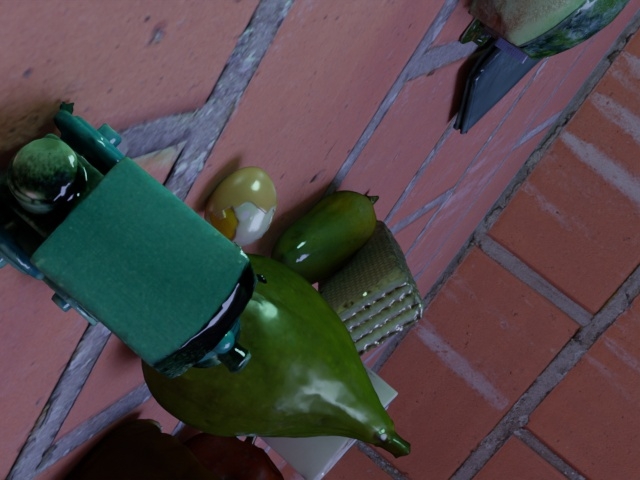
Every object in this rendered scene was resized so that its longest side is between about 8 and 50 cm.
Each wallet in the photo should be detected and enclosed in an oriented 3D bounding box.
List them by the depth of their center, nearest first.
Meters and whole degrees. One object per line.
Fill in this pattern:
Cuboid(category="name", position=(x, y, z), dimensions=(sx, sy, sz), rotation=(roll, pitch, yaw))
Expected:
Cuboid(category="wallet", position=(0.335, -0.330, 1.743), dimensions=(0.290, 0.054, 0.251), rotation=(-45, 165, -10))

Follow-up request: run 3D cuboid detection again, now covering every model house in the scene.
Cuboid(category="model house", position=(0.292, -0.318, 1.526), dimensions=(0.117, 0.088, 0.167), rotation=(-55, 168, 18))

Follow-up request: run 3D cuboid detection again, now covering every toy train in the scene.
Cuboid(category="toy train", position=(-0.132, 0.025, 0.746), dimensions=(0.120, 0.194, 0.298), rotation=(-50, 169, -10))

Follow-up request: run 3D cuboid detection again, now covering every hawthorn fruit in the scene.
Cuboid(category="hawthorn fruit", position=(-0.178, 0.462, 1.784), dimensions=(0.299, 0.275, 0.275), rotation=(-62, 171, -14))

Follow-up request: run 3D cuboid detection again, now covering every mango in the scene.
Cuboid(category="mango", position=(-0.002, 0.004, 1.423), dimensions=(0.237, 0.091, 0.137), rotation=(-33, 162, -49))

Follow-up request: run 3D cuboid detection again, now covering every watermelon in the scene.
Cuboid(category="watermelon", position=(0.347, -0.384, 1.345), dimensions=(0.305, 0.180, 0.224), rotation=(-57, -177, 13))

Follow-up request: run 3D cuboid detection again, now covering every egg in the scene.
Cuboid(category="egg", position=(-0.080, -0.037, 1.053), dimensions=(0.083, 0.071, 0.071), rotation=(-58, 166, 20))

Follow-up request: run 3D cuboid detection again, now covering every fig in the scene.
Cuboid(category="fig", position=(-0.067, 0.166, 1.211), dimensions=(0.233, 0.314, 0.233), rotation=(-33, -168, 8))

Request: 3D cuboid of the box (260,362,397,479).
Cuboid(category="box", position=(-0.041, 0.198, 1.454), dimensions=(0.111, 0.260, 0.194), rotation=(-56, 167, 21))

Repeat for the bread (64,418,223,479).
Cuboid(category="bread", position=(-0.234, 0.399, 1.365), dimensions=(0.250, 0.279, 0.225), rotation=(-47, 154, -22))

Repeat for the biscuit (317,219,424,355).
Cuboid(category="biscuit", position=(0.062, 0.062, 1.490), dimensions=(0.144, 0.078, 0.426), rotation=(-32, -171, 6))

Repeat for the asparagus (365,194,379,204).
Cuboid(category="asparagus", position=(0.055, -0.038, 1.671), dimensions=(0.108, 0.021, 0.025), rotation=(-48, 164, -10))
